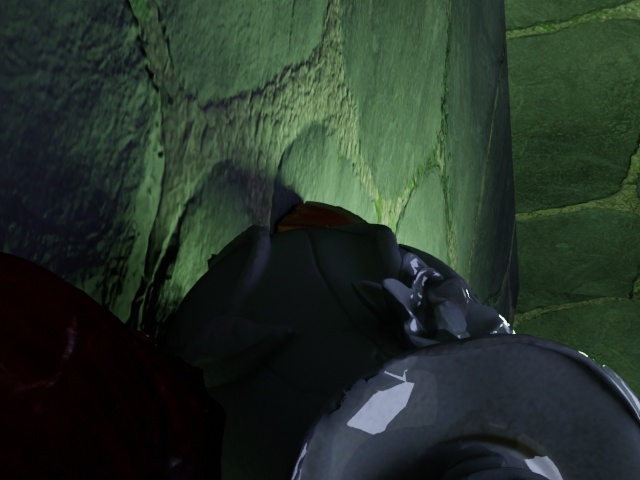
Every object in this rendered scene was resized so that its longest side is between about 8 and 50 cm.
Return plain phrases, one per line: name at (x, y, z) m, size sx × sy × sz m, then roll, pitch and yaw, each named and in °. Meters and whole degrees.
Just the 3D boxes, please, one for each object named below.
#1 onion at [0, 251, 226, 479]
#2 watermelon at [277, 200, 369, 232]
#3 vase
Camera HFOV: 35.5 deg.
onion at (-0.125, 0.161, 0.384) m, size 0.314 × 0.233 × 0.313 m, roll 4°, pitch 90°, yaw -75°
watermelon at (0.000, 0.000, 0.997) m, size 0.094 × 0.135 × 0.125 m, roll 32°, pitch 61°, yaw -30°
vase at (0.024, 0.115, 0.617) m, size 0.445 × 0.250 × 0.249 m, roll -160°, pitch -107°, yaw -76°
